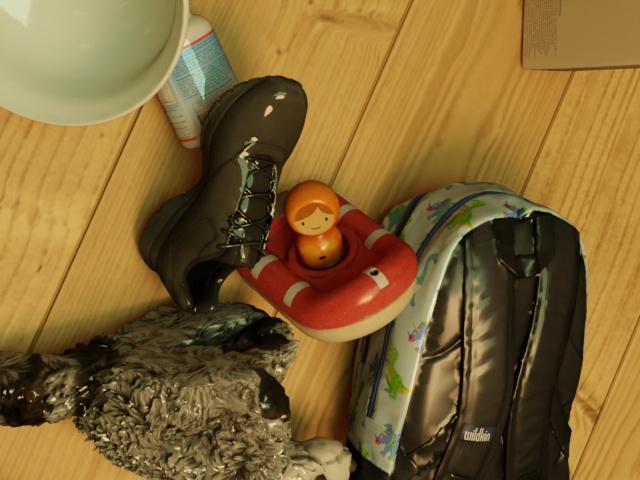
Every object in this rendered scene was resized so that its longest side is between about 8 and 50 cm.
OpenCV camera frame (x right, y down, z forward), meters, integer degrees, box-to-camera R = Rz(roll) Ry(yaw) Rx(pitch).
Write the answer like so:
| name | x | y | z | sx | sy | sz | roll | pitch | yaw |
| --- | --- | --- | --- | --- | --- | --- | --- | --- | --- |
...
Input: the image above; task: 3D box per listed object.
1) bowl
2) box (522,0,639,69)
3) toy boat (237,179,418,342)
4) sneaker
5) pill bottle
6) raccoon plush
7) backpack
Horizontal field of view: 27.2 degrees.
| name | x | y | z | sx | sy | sz | roll | pitch | yaw |
| --- | --- | --- | --- | --- | --- | --- | --- | --- | --- |
| bowl | -0.251 | -0.274 | 1.309 | 0.298 | 0.134 | 0.297 | 7 | 122 | 12 |
| box | 0.351 | -0.255 | 1.543 | 0.094 | 0.275 | 0.113 | -1 | 97 | -26 |
| toy boat | 0.000 | 0.000 | 1.430 | 0.151 | 0.231 | 0.151 | -34 | 136 | -20 |
| sneaker | -0.085 | -0.042 | 1.391 | 0.109 | 0.130 | 0.286 | 8 | 125 | -35 |
| pill bottle | -0.143 | -0.187 | 1.428 | 0.087 | 0.087 | 0.160 | -31 | 108 | -18 |
| raccoon plush | -0.185 | 0.239 | 1.456 | 0.447 | 0.216 | 0.299 | 0 | 113 | 4 |
| backpack | 0.175 | 0.109 | 1.542 | 0.290 | 0.273 | 0.355 | -1 | 119 | -23 |
